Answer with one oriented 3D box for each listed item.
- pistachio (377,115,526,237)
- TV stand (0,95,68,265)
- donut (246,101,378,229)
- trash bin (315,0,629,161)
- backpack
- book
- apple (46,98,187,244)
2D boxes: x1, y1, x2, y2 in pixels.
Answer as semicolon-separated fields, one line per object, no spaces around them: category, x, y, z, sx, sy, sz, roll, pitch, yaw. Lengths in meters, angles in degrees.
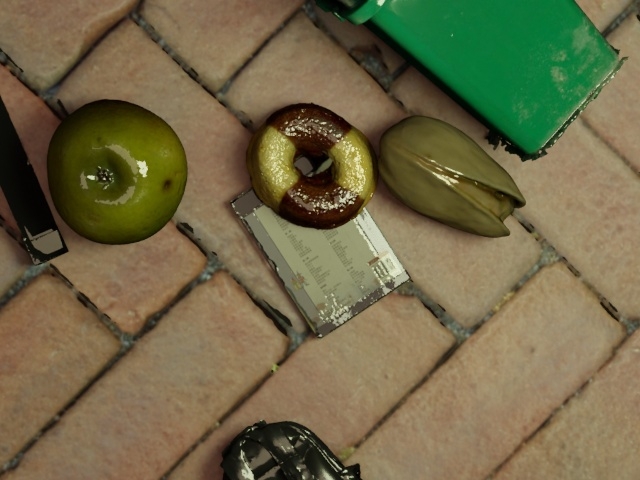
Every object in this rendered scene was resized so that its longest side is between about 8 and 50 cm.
pistachio;0.176;-0.084;1.895;0.226;0.136;0.136;32;88;-11
TV stand;-0.416;-0.092;1.893;0.049;0.040;0.256;-23;92;-4
donut;-0.009;-0.100;1.890;0.166;0.073;0.184;-43;93;-2
trash bin;0.194;-0.303;1.798;0.381;0.295;0.259;40;94;-21
backpack;-0.031;0.364;1.895;0.206;0.133;0.258;-37;86;-7
book;0.000;0.000;1.939;0.157;0.026;0.231;-33;94;-6
apple;-0.272;-0.091;1.849;0.196;0.157;0.196;0;95;3
